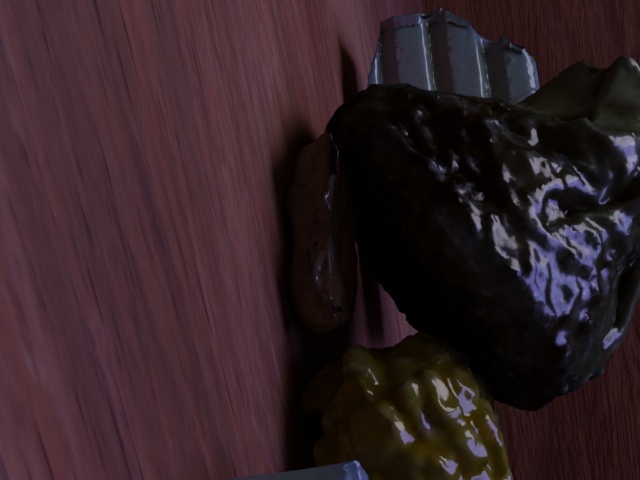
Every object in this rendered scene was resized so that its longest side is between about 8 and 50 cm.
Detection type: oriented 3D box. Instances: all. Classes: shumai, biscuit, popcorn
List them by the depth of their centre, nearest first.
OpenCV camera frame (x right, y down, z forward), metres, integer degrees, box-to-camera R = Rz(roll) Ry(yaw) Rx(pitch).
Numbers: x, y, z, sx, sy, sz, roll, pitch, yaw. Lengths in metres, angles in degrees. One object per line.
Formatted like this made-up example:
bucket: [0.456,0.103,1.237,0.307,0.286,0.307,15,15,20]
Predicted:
popcorn: [0.091,0.213,0.775,0.286,0.174,0.225,59,14,-66]
biscuit: [0.000,0.000,0.780,0.118,0.061,0.183,49,38,-70]
shumai: [0.223,-0.047,0.874,0.395,0.348,0.395,58,-4,7]

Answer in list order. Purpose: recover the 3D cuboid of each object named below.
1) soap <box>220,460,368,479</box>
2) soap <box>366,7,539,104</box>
soap: [-0.004,0.286,0.526,0.173,0.095,0.289,-13,95,-76]
soap: [0.184,-0.086,1.158,0.156,0.262,0.445,21,61,-75]
